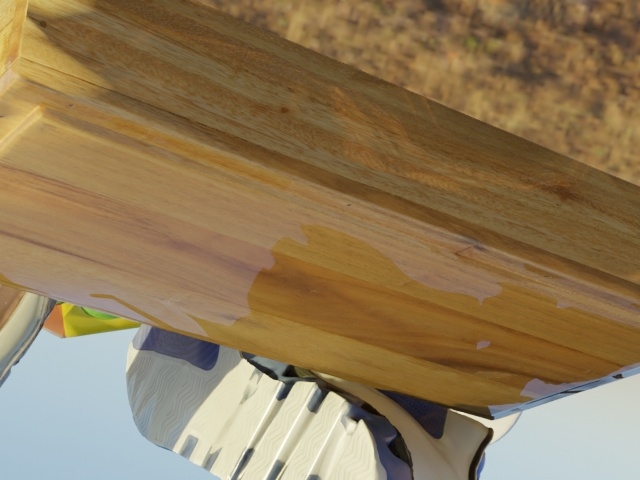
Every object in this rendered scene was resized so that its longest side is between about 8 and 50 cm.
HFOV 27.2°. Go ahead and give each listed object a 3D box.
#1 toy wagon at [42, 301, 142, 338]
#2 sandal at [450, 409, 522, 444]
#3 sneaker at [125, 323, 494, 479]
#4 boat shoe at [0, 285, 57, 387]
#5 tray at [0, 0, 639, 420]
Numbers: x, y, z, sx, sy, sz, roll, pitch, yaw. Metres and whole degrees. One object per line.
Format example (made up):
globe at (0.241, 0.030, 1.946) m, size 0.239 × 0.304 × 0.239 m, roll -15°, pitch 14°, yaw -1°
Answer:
toy wagon at (-0.214, -0.049, 1.250) m, size 0.267 × 0.344 × 0.068 m, roll -8°, pitch -138°, yaw -12°
sandal at (0.199, 0.103, 1.437) m, size 0.102 × 0.265 × 0.076 m, roll 20°, pitch 174°, yaw 15°
sneaker at (0.004, 0.130, 0.875) m, size 0.182 × 0.127 × 0.315 m, roll 27°, pitch -171°, yaw -37°
boat shoe at (-0.231, 0.032, 0.782) m, size 0.116 × 0.324 × 0.123 m, roll 25°, pitch -177°, yaw -23°
tray at (0.000, 0.000, 0.682) m, size 0.411 × 0.076 × 0.203 m, roll 18°, pitch 152°, yaw -30°
